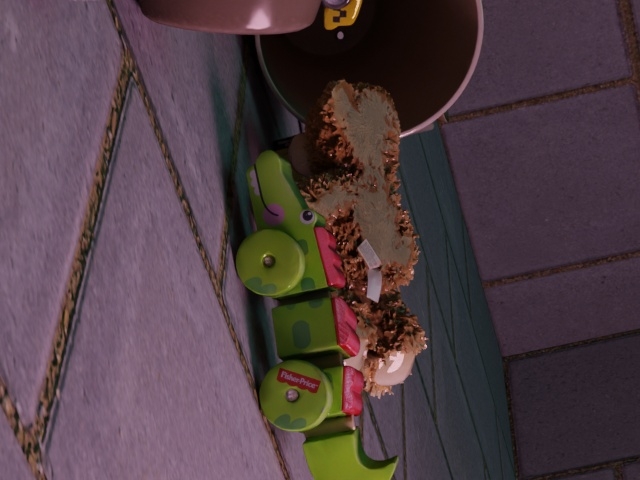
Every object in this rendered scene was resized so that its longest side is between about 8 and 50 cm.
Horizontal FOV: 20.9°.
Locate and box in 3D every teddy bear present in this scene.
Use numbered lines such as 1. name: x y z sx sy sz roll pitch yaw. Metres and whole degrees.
1. teddy bear: 0.024 0.004 1.831 0.245 0.113 0.338 -19 95 -47

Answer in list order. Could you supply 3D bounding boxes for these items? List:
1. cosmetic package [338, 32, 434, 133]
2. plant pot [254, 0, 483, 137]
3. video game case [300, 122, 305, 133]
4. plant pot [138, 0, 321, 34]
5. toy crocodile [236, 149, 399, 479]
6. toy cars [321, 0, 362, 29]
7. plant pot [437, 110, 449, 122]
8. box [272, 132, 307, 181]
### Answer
1. cosmetic package: 0.095 -0.260 2.709 0.309 0.113 0.160 30 48 -77
2. plant pot: 0.030 -0.264 2.024 0.274 0.256 0.256 -127 -159 -73
3. video game case: 0.041 -0.005 2.276 0.329 0.036 0.300 53 26 -71
4. plant pot: -0.075 -0.296 1.442 0.263 0.263 0.229 -70 165 -73
5. toy crocodile: -0.008 0.079 1.646 0.115 0.105 0.340 41 37 -75
6. toy cars: 0.049 -0.413 1.772 0.176 0.087 0.394 78 15 -81
7. plant pot: 0.154 -0.291 2.660 0.236 0.032 0.236 -13 90 -80
8. box: 0.000 0.000 1.945 0.087 0.058 0.232 51 29 -72
